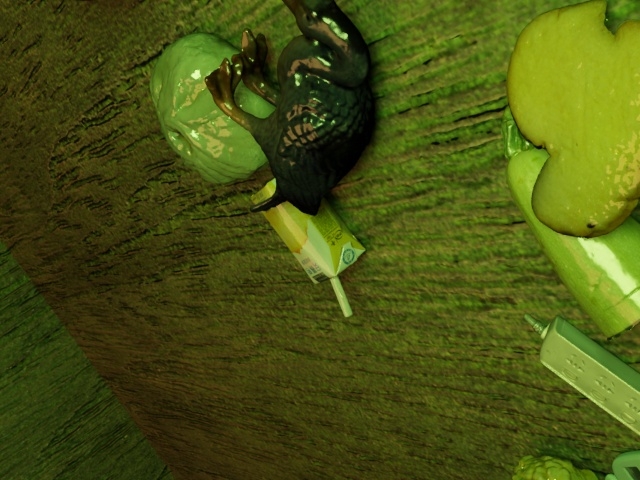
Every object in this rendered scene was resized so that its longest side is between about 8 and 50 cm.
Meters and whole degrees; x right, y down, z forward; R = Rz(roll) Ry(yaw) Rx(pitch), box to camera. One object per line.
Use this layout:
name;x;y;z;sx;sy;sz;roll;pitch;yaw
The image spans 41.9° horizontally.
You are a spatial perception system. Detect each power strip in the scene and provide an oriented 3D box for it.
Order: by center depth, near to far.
power strip;0.311;0.154;0.859;0.252;0.027;0.060;37;148;24

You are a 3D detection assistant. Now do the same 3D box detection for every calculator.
calculator;0.372;0.266;0.906;0.095;0.021;0.153;53;151;-3

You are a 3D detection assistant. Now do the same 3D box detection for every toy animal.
toy animal;-0.026;-0.137;0.901;0.185;0.122;0.298;22;135;23

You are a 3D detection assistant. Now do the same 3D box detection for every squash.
squash;0.226;-0.027;0.735;0.224;0.094;0.094;56;152;9

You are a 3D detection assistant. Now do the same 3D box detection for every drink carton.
drink carton;0.000;0.000;1.076;0.200;0.074;0.084;53;151;-5

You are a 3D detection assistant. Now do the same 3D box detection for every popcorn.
popcorn;0.281;0.310;1.011;0.120;0.116;0.106;42;-166;-45

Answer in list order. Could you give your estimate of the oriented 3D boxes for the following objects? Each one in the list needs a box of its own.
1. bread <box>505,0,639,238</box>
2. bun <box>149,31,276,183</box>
bread;0.214;-0.097;0.669;0.149;0.065;0.188;34;130;39
bun;-0.140;-0.161;1.051;0.195;0.118;0.195;38;148;29
